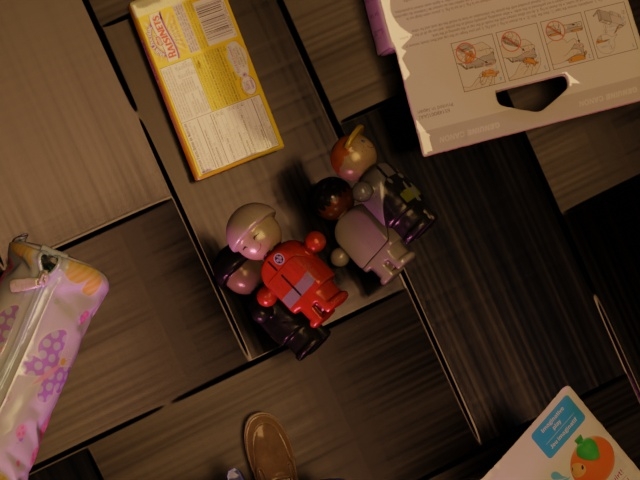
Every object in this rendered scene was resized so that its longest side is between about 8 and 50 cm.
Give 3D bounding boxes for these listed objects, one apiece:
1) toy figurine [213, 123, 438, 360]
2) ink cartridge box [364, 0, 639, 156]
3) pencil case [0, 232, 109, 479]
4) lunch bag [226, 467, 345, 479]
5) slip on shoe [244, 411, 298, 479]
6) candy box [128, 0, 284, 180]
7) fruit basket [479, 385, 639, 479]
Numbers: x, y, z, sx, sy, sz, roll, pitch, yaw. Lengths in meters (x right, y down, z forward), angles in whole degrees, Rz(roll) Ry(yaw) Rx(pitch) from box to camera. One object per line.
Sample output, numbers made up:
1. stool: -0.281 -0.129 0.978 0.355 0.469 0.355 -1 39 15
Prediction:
1. toy figurine: 0.000 0.000 1.871 0.209 0.213 0.148 -42 81 -16
2. ink cartridge box: 0.207 -0.250 2.009 0.296 0.066 0.261 -15 90 -14
3. pencil case: -0.312 0.135 1.824 0.113 0.124 0.273 23 82 -12
4. lunch bag: -0.066 0.384 1.863 0.221 0.138 0.293 -8 83 -5
5. slip on shoe: -0.049 0.252 1.925 0.051 0.041 0.135 -9 89 -15
6. candy box: -0.124 -0.178 1.940 0.105 0.027 0.206 -21 92 -12
7. fruit basket: 0.267 0.390 1.912 0.327 0.165 0.353 -45 117 -13
